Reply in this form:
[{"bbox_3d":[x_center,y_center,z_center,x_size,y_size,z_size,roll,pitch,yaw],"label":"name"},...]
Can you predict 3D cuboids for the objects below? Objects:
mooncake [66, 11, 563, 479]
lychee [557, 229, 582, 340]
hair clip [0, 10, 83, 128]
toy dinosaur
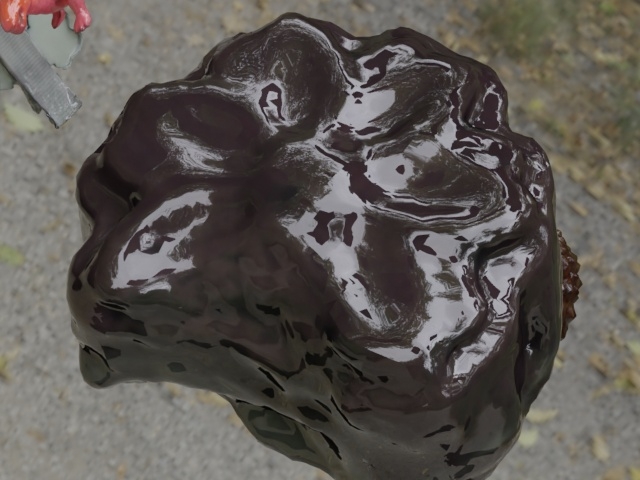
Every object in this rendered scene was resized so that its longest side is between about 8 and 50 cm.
[{"bbox_3d":[0.000,0.000,1.104,0.381,0.212,0.351,9,56,13],"label":"mooncake"},{"bbox_3d":[0.145,0.054,1.495,0.235,0.271,0.236,5,66,-12],"label":"lychee"},{"bbox_3d":[-0.327,-0.217,1.517,0.140,0.220,0.054,-44,42,-15],"label":"hair clip"},{"bbox_3d":[-0.249,-0.296,1.335,0.139,0.070,0.286,49,39,-29],"label":"toy dinosaur"}]
